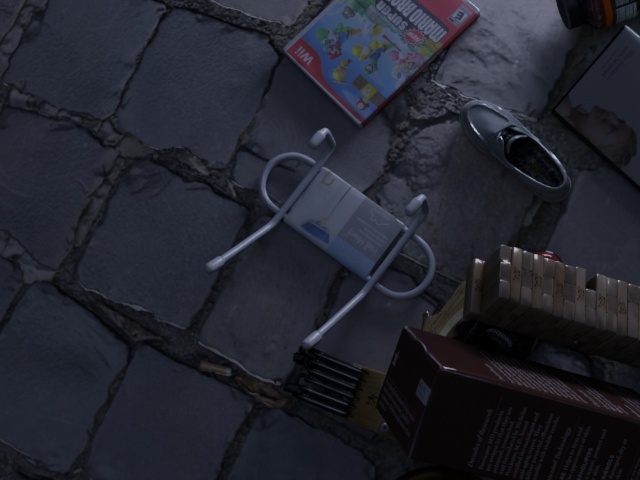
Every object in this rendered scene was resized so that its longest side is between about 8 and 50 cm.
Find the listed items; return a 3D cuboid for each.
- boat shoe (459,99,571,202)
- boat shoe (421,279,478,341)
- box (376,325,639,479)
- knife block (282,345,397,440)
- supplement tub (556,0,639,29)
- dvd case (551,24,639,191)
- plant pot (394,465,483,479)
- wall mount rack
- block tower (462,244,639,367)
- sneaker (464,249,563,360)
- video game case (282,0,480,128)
[{"bbox_3d":[0.314,-0.154,1.679,0.079,0.081,0.227,-45,73,-2],"label":"boat shoe"},{"bbox_3d":[0.186,0.141,1.649,0.190,0.068,0.072,-44,60,-12],"label":"boat shoe"},{"bbox_3d":[0.288,0.250,1.442,0.381,0.191,0.143,18,98,-13],"label":"box"},{"bbox_3d":[0.084,0.253,1.637,0.275,0.242,0.088,27,81,-30],"label":"knife block"},{"bbox_3d":[0.486,-0.409,1.695,0.197,0.106,0.106,-18,74,6],"label":"supplement tub"},{"bbox_3d":[0.512,-0.189,1.643,0.253,0.022,0.180,46,114,17],"label":"dvd case"},{"bbox_3d":[0.162,0.435,1.479,0.237,0.254,0.237,-2,76,9],"label":"plant pot"},{"bbox_3d":[0.000,0.000,1.678,0.350,0.130,0.304,36,86,17],"label":"wall mount rack"},{"bbox_3d":[0.381,0.102,1.523,0.335,0.097,0.091,15,60,-9],"label":"block tower"},{"bbox_3d":[0.293,0.131,1.589,0.097,0.135,0.276,29,82,18],"label":"sneaker"},{"bbox_3d":[0.103,-0.357,1.799,0.285,0.025,0.204,-44,73,-1],"label":"video game case"}]
